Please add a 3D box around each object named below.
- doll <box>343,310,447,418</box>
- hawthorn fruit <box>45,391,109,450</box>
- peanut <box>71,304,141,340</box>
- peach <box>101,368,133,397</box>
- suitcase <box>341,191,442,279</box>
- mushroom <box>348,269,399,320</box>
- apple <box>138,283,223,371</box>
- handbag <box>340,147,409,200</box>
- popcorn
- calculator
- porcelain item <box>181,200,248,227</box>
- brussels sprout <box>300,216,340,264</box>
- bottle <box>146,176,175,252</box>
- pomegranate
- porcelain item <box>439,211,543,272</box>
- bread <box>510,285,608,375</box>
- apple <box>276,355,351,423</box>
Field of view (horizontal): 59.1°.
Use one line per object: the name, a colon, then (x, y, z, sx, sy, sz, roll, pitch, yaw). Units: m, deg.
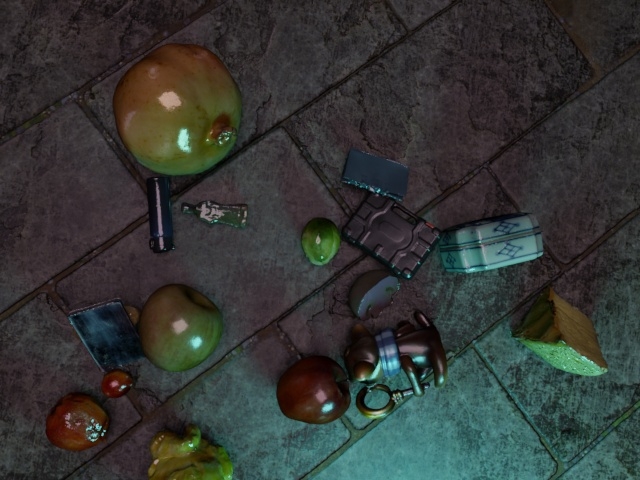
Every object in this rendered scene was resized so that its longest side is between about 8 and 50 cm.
doll: (0.244, 0.389, 1.824, 0.340, 0.209, 0.317, -7, 53, -9)
hawthorn fruit: (-0.734, 0.547, 1.711, 0.179, 0.173, 0.173, 9, 83, -32)
peanut: (-0.670, 0.263, 1.772, 0.214, 0.099, 0.099, -16, 87, -13)
peach: (-0.641, 0.456, 1.767, 0.098, 0.061, 0.098, 0, 94, -3)
suitcase: (0.234, -0.022, 1.872, 0.286, 0.066, 0.206, 36, 82, 14)
mushroom: (0.166, 0.167, 1.861, 0.188, 0.141, 0.117, -37, 56, -12)
apple: (-0.431, 0.267, 1.717, 0.257, 0.257, 0.233, 35, 101, -2)
handbag: (0.184, -0.219, 1.892, 0.221, 0.057, 0.144, 20, 50, -5)
popcorn: (-0.396, 0.695, 1.704, 0.276, 0.276, 0.225, 44, 118, -1)
calculator: (-0.642, 0.294, 1.726, 0.161, 0.021, 0.261, -17, 127, -8)
porcelain item: (-0.347, -0.089, 1.845, 0.216, 0.069, 0.081, 6, 96, -7)
brussels sprout: (-0.002, -0.001, 1.851, 0.118, 0.155, 0.155, 21, 81, 31)
bottle: (-0.520, -0.082, 1.822, 0.082, 0.072, 0.244, -4, 86, -28)
pomegranate: (-0.414, -0.385, 1.700, 0.412, 0.411, 0.411, 1, 85, -6)
porcelain item: (0.549, 0.004, 1.834, 0.286, 0.281, 0.157, -12, 88, -5)
bread: (0.814, 0.283, 1.836, 0.248, 0.315, 0.279, 40, 72, -3)
apple: (-0.016, 0.469, 1.761, 0.234, 0.234, 0.233, 1, 85, -6)
